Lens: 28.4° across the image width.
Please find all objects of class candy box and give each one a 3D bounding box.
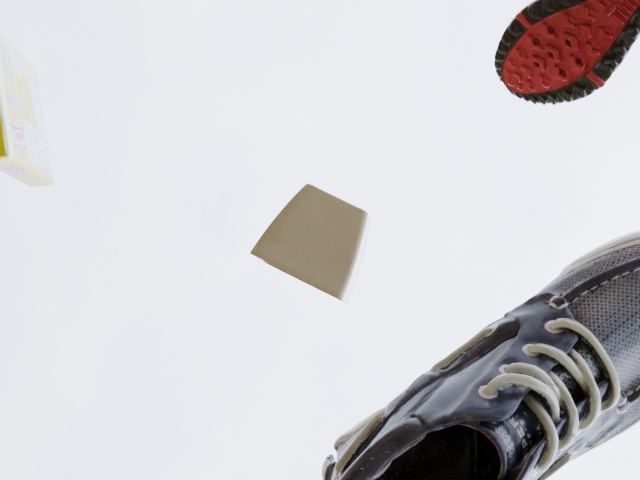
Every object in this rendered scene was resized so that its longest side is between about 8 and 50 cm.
[{"bbox_3d":[-0.252,-0.105,1.030,0.206,0.027,0.105,130,-47,-86],"label":"candy box"}]

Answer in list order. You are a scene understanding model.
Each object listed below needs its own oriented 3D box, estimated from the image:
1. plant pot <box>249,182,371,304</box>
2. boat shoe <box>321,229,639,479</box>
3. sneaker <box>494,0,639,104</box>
[{"bbox_3d":[0.000,0.000,1.358,0.109,0.109,0.096,26,-94,7],"label":"plant pot"},{"bbox_3d":[0.154,0.108,0.852,0.127,0.340,0.158,54,2,0],"label":"boat shoe"},{"bbox_3d":[0.279,-0.226,1.188,0.104,0.125,0.262,50,-57,-1],"label":"sneaker"}]
